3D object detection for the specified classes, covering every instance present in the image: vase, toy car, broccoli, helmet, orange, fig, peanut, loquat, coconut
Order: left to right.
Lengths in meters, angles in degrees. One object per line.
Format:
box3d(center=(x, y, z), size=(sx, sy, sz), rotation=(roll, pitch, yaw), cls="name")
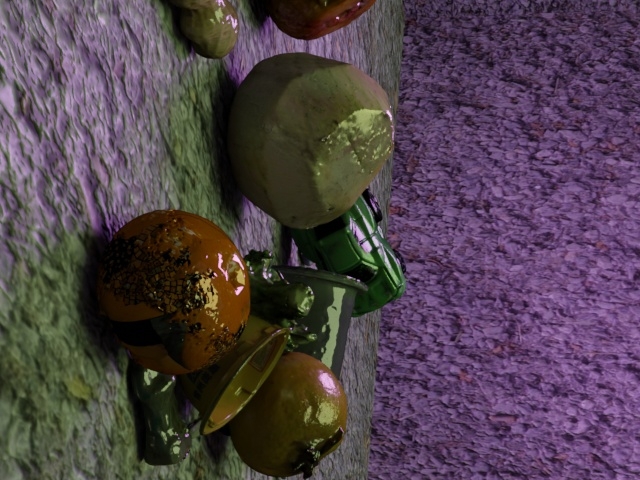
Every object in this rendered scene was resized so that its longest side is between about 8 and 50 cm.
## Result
box3d(center=(-0.196, 0.067, 1.370), size=(0.234, 0.182, 0.234), rotation=(44, 36, -45), cls="orange")
box3d(center=(-0.193, -0.380, 1.615), size=(0.104, 0.086, 0.228), rotation=(-64, 158, -21), cls="peanut")
box3d(center=(-0.168, 0.197, 1.647), size=(0.205, 0.140, 0.257), rotation=(-60, 165, 19), cls="helmet")
box3d(center=(-0.081, 0.135, 1.794), size=(0.177, 0.275, 0.198), rotation=(-35, 120, -23), cls="broccoli")
box3d(center=(-0.059, 0.328, 1.846), size=(0.244, 0.244, 0.243), rotation=(1, 90, -78), cls="loquat")
box3d(center=(-0.038, -0.616, 2.114), size=(0.368, 0.286, 0.286), rotation=(57, 4, 15), cls="fig")
box3d(center=(-0.036, 0.215, 2.074), size=(0.245, 0.245, 0.291), rotation=(53, 44, -71), cls="vase")
box3d(center=(-0.029, -0.196, 1.934), size=(0.352, 0.353, 0.352), rotation=(1, 90, -78), cls="coconut")
box3d(center=(0.052, 0.006, 2.334), size=(0.358, 0.213, 0.176), rotation=(64, 12, -3), cls="toy car")

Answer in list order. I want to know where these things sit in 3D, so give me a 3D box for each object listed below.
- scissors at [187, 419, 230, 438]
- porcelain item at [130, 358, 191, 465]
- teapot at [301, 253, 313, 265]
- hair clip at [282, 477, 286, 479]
box3d(center=(-0.194, 0.323, 1.805), size=(0.300, 0.022, 0.109), rotation=(-13, 100, -77), cls="scissors")
box3d(center=(-0.245, 0.224, 1.480), size=(0.081, 0.069, 0.215), rotation=(-54, 139, -62), cls="porcelain item")
box3d(center=(0.011, -0.001, 2.557), size=(0.108, 0.111, 0.149), rotation=(98, -3, -49), cls="teapot")
box3d(center=(-0.071, 0.457, 2.361), size=(0.066, 0.036, 0.229), rotation=(70, 30, -48), cls="hair clip")
